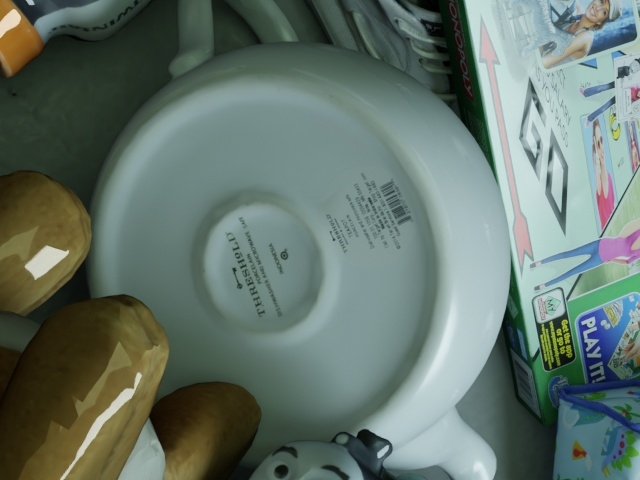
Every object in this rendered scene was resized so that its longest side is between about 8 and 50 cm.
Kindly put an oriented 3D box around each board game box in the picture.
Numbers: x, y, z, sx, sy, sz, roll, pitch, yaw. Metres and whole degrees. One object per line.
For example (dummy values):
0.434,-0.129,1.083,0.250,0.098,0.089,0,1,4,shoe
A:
0.191,-0.065,1.100,0.213,0.046,0.317,-21,120,-12,board game box

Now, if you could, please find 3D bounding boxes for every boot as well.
0.063,-0.113,1.110,0.095,0.123,0.258,-35,93,-12,boot

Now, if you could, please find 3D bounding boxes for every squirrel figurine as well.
-0.282,0.095,0.896,0.370,0.281,0.397,36,92,13,squirrel figurine

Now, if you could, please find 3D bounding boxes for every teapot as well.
0.000,0.000,1.065,0.252,0.187,0.256,21,104,17,teapot

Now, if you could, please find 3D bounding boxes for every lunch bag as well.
0.219,0.153,1.130,0.151,0.096,0.129,-2,105,-35,lunch bag

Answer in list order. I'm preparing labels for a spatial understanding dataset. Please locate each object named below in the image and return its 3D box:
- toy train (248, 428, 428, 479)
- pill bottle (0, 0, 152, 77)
0.033,0.229,1.007,0.190,0.142,0.334,-60,139,-13,toy train
-0.119,-0.203,1.076,0.245,0.130,0.130,-44,95,-11,pill bottle
